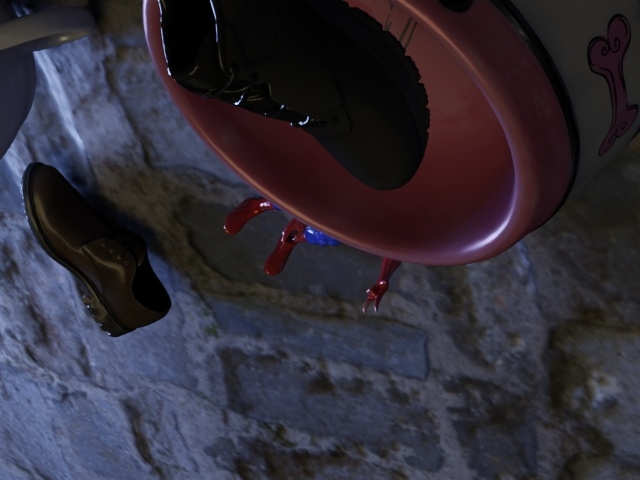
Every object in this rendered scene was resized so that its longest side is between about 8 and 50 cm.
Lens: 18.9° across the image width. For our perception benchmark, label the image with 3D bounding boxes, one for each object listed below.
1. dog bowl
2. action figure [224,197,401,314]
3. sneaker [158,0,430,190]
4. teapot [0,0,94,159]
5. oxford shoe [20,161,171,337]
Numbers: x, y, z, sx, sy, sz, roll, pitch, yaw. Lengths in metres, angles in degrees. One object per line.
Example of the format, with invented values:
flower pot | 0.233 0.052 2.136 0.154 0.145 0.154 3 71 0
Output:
dog bowl | 0.042 -0.146 1.451 0.408 0.150 0.408 25 149 16
action figure | 0.000 0.000 1.728 0.091 0.139 0.280 44 147 -18
sneaker | -0.038 -0.126 1.280 0.109 0.130 0.286 -9 130 49
teapot | -0.355 -0.161 1.814 0.256 0.187 0.252 38 127 29
oxford shoe | -0.232 -0.001 2.034 0.096 0.082 0.227 -16 126 31
